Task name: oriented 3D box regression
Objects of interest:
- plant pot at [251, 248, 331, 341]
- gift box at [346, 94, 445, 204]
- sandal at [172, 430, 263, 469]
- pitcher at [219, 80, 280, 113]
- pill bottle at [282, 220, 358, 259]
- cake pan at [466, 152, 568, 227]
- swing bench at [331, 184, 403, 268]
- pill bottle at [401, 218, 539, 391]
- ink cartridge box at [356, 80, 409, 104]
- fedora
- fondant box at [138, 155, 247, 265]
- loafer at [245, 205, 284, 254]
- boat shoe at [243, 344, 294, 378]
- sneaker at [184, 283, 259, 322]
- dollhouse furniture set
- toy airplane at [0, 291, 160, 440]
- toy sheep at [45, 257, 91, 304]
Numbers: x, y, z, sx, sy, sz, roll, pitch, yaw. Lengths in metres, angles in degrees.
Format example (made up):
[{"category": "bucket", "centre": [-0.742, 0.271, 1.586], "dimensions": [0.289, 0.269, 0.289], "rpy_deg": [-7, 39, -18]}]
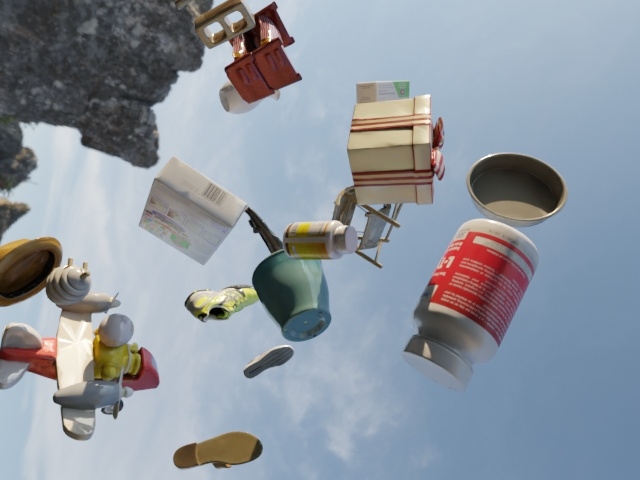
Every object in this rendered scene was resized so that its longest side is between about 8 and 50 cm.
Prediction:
[{"category": "plant pot", "centre": [-0.083, 0.209, 1.668], "dimensions": [0.272, 0.271, 0.255], "rpy_deg": [-49, -136, 24]}, {"category": "gift box", "centre": [0.235, -0.252, 1.379], "dimensions": [0.257, 0.276, 0.255], "rpy_deg": [-1, -126, 16]}, {"category": "sandal", "centre": [-0.281, 0.592, 1.298], "dimensions": [0.079, 0.239, 0.088], "rpy_deg": [99, -17, -54]}, {"category": "pitcher", "centre": [-0.278, -0.573, 1.738], "dimensions": [0.178, 0.207, 0.125], "rpy_deg": [63, -23, -3]}, {"category": "pill bottle", "centre": [0.000, 0.000, 1.417], "dimensions": [0.214, 0.117, 0.118], "rpy_deg": [-1, -103, 31]}, {"category": "cake pan", "centre": [0.593, -0.153, 1.430], "dimensions": [0.292, 0.054, 0.294], "rpy_deg": [-3, -128, 3]}, {"category": "swing bench", "centre": [0.163, -0.062, 1.791], "dimensions": [0.253, 0.254, 0.165], "rpy_deg": [105, 5, -48]}, {"category": "pill bottle", "centre": [0.380, 0.164, 1.209], "dimensions": [0.228, 0.229, 0.408], "rpy_deg": [11, -121, 47]}, {"category": "ink cartridge box", "centre": [0.247, -0.483, 1.844], "dimensions": [0.114, 0.198, 0.273], "rpy_deg": [17, -64, 47]}, {"category": "fedora", "centre": [-0.685, 0.057, 1.056], "dimensions": [0.079, 0.194, 0.194], "rpy_deg": [35, -74, 12]}, {"category": "fondant box", "centre": [-0.382, -0.071, 1.366], "dimensions": [0.330, 0.238, 0.096], "rpy_deg": [-39, -159, 54]}, {"category": "loafer", "centre": [-0.275, -0.040, 2.203], "dimensions": [0.084, 0.268, 0.096], "rpy_deg": [-42, -166, -3]}, {"category": "boat shoe", "centre": [-0.222, 0.493, 1.955], "dimensions": [0.076, 0.226, 0.083], "rpy_deg": [-147, -144, -75]}, {"category": "sneaker", "centre": [-0.436, 0.307, 2.173], "dimensions": [0.147, 0.384, 0.145], "rpy_deg": [46, -54, 33]}, {"category": "dollhouse furniture set", "centre": [-0.195, -0.519, 1.041], "dimensions": [0.152, 0.374, 0.202], "rpy_deg": [-21, -129, 14]}, {"category": "toy airplane", "centre": [-0.607, 0.279, 1.201], "dimensions": [0.272, 0.384, 0.386], "rpy_deg": [-43, -93, 10]}, {"category": "toy sheep", "centre": [-0.522, 0.089, 0.973], "dimensions": [0.132, 0.091, 0.091], "rpy_deg": [-30, -122, 31]}]
